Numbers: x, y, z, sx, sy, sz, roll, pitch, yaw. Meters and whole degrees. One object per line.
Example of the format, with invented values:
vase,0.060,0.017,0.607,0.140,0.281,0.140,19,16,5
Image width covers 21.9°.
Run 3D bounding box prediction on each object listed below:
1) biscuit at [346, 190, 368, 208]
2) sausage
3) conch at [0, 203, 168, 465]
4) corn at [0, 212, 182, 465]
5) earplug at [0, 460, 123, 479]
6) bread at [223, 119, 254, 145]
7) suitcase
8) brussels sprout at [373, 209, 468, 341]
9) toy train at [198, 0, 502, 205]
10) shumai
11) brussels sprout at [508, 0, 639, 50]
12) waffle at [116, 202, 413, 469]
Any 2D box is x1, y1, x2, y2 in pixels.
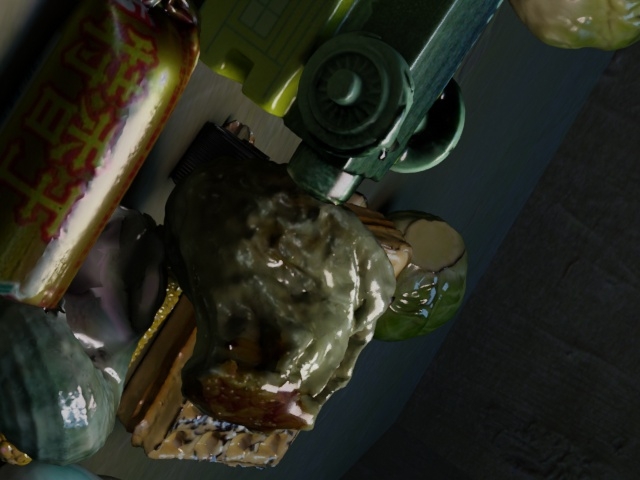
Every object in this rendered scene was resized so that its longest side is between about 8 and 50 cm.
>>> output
biscuit,0.000,0.000,2.393,0.188,0.052,0.056,-49,154,-29
sausage,-0.181,-0.092,1.299,0.317,0.125,0.117,-56,-152,9
conch,-0.247,0.096,1.488,0.277,0.195,0.220,-21,117,-29
corn,-0.241,0.106,1.690,0.292,0.101,0.101,-51,168,-1
earplug,-0.300,0.329,1.894,0.185,0.185,0.324,-52,163,-12
bread,-0.105,-0.079,1.808,0.109,0.043,0.062,-57,165,7
suitcase,-0.090,-0.061,1.731,0.086,0.126,0.059,-55,153,3
brussels sprout,0.136,0.056,2.717,0.244,0.244,0.244,-51,167,-16
toy train,0.064,-0.258,1.435,0.442,0.272,0.179,-56,154,10
shumai,-0.083,0.051,1.548,0.222,0.260,0.225,-43,130,-23
brussels sprout,0.387,-0.399,2.321,0.316,0.242,0.274,-26,143,-58
waffle,-0.074,0.117,2.091,0.261,0.114,0.376,11,118,-48
